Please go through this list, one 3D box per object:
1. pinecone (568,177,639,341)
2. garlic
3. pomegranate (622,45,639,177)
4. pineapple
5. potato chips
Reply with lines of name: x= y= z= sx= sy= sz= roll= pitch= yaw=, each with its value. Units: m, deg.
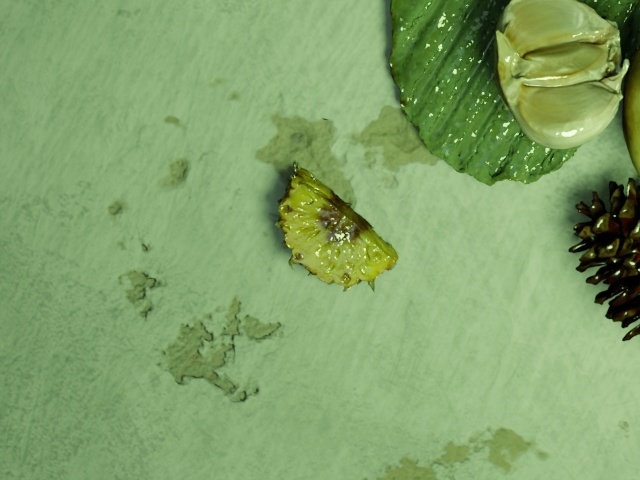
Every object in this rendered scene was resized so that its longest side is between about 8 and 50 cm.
pinecone: x=0.491 y=0.032 z=1.915 sx=0.292 sy=0.246 sz=0.246 roll=38 pitch=113 yaw=5
garlic: x=0.324 y=-0.224 z=1.840 sx=0.178 sy=0.143 sz=0.229 roll=-7 pitch=67 yaw=-5
pomegranate: x=0.573 y=-0.175 z=1.775 sx=0.333 sy=0.332 sz=0.332 roll=4 pitch=110 yaw=10
pineapple: x=0.000 y=0.000 z=2.087 sx=0.233 sy=0.079 sz=0.135 roll=44 pitch=114 yaw=-6
potato chips: x=0.268 y=-0.294 z=1.930 sx=0.358 sy=0.070 sz=0.429 roll=27 pitch=113 yaw=-1
